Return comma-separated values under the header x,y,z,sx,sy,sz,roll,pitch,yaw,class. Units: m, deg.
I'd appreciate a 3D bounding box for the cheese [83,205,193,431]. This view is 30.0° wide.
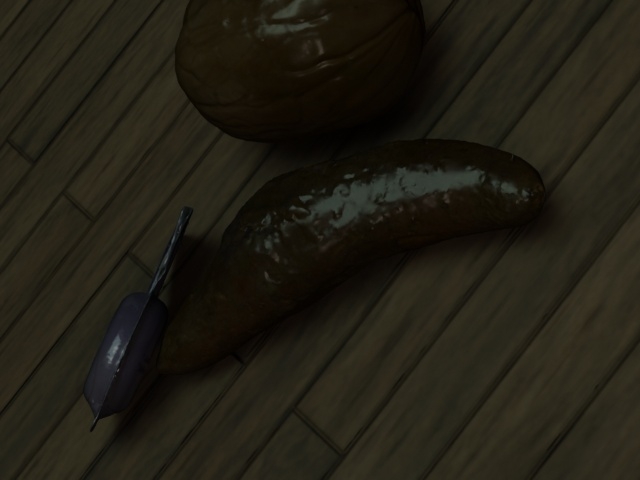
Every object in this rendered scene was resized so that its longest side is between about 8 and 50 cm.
x,y,z,sx,sy,sz,roll,pitch,yaw,class
-0.146,0.067,0.967,0.042,0.105,0.191,25,72,-5,cheese

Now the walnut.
x,y,z,sx,sy,sz,roll,pitch,yaw,class
-0.019,-0.161,0.951,0.207,0.167,0.167,-9,61,28,walnut

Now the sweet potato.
x,y,z,sx,sy,sz,roll,pitch,yaw,class
0.001,-0.004,0.896,0.341,0.092,0.114,-25,71,21,sweet potato
